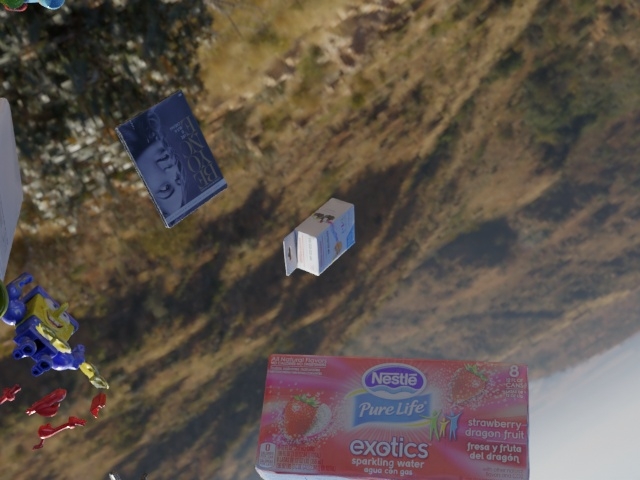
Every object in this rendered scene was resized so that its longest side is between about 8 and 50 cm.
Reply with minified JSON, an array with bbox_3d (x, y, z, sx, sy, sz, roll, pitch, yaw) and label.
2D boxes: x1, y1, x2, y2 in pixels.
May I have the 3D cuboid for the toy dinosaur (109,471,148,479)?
[{"bbox_3d":[-0.356,0.459,1.630,0.118,0.064,0.268,-6,147,-41],"label":"toy dinosaur"}]

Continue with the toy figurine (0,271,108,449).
[{"bbox_3d":[-0.525,0.154,1.630,0.191,0.362,0.217,-39,-159,10],"label":"toy figurine"}]

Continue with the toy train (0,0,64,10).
[{"bbox_3d":[-0.593,-0.450,1.686,0.248,0.143,0.105,-23,127,-49],"label":"toy train"}]

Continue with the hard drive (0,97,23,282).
[{"bbox_3d":[-0.612,-0.096,1.765,0.047,0.353,0.233,-3,120,-9],"label":"hard drive"}]

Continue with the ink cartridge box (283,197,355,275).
[{"bbox_3d":[0.000,0.000,2.018,0.181,0.062,0.104,-41,140,-40],"label":"ink cartridge box"}]

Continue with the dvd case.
[{"bbox_3d":[-0.287,-0.160,1.839,0.018,0.221,0.164,2,-146,49],"label":"dvd case"}]

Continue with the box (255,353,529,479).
[{"bbox_3d":[0.089,0.226,1.095,0.300,0.142,0.154,0,153,11],"label":"box"}]
